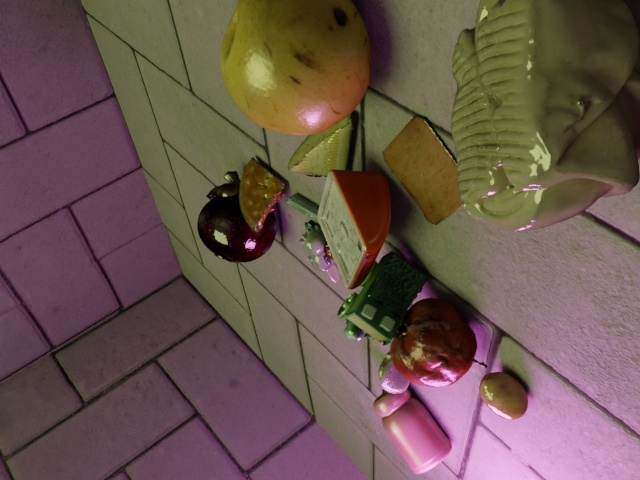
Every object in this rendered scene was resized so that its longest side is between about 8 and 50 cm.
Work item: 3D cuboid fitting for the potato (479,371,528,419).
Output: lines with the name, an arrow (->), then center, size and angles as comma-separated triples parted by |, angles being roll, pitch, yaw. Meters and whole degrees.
potato -> 0.482, 0.410, 1.646 | 0.147, 0.112, 0.112 | 51, 158, -6

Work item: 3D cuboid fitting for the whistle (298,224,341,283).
whistle -> 0.006, 0.046, 2.101 | 0.244, 0.110, 0.092 | 60, 168, -31

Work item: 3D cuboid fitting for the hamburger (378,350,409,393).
hamburger -> 0.253, 0.444, 2.095 | 0.133, 0.139, 0.062 | 30, 172, -31

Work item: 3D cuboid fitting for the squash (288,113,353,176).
squash -> 0.000, -0.282, 1.679 | 0.170, 0.093, 0.252 | 7, 148, 0

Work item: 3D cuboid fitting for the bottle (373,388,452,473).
bottle -> 0.318, 0.659, 2.222 | 0.296, 0.173, 0.206 | 53, -169, 8

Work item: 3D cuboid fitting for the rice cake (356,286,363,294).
rice cake -> 0.191, 0.186, 1.998 | 0.237, 0.043, 0.127 | 32, 146, 43

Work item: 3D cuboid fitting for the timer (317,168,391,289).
timer -> 0.095, -0.025, 1.648 | 0.257, 0.162, 0.249 | 107, 160, -61

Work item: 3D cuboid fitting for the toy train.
toy train -> 0.167, 0.161, 1.728 | 0.159, 0.271, 0.188 | 37, 158, -6

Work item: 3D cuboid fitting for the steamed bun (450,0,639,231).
steamed bun -> 0.350, -0.198, 0.922 | 0.342, 0.255, 0.367 | -158, 67, -82

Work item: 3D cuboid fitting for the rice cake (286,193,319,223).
rice cake -> -0.026, -0.095, 2.054 | 0.245, 0.045, 0.042 | 33, 150, 42

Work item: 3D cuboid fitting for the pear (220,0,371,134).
pear -> -0.055, -0.401, 1.356 | 0.348, 0.348, 0.348 | 44, 154, 28

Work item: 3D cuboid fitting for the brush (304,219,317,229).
brush -> 0.000, 0.000, 2.157 | 0.043, 0.032, 0.193 | 19, 149, 47

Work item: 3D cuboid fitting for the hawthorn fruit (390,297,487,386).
hawthorn fruit -> 0.332, 0.295, 1.680 | 0.272, 0.241, 0.242 | 30, 158, -7

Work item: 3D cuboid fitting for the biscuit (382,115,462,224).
biscuit -> 0.250, -0.160, 1.467 | 0.232, 0.013, 0.237 | 55, 158, 4

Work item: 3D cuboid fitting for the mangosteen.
mangosteen -> -0.311, -0.068, 2.364 | 0.330, 0.330, 0.330 | 44, 154, 28

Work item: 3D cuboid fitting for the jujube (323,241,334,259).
jujube -> 0.067, 0.030, 1.999 | 0.129, 0.077, 0.077 | 12, 131, 53

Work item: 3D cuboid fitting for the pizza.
pizza -> -0.200, -0.171, 2.190 | 0.058, 0.197, 0.291 | 30, -133, -58
